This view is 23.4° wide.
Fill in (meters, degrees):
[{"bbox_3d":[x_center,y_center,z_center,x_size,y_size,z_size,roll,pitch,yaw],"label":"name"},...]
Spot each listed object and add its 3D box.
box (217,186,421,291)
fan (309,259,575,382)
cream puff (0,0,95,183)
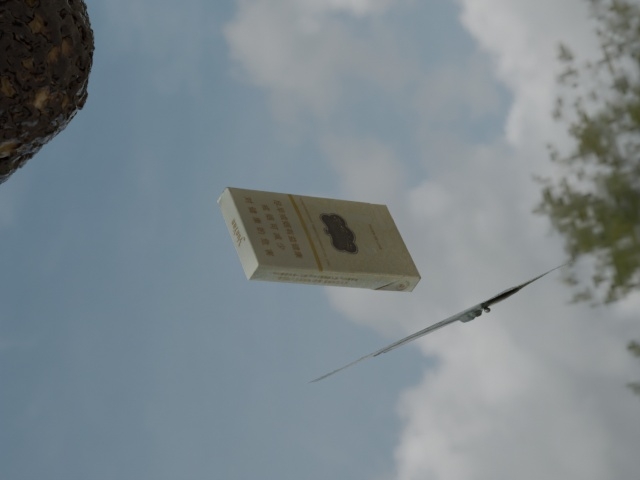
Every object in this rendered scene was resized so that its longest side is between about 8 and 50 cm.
[{"bbox_3d":[0.000,0.000,1.315,0.167,0.024,0.090,6,-135,-34],"label":"box"},{"bbox_3d":[0.096,0.045,0.969,0.191,0.329,0.009,-23,-95,-19],"label":"fan"},{"bbox_3d":[-0.279,-0.129,1.215,0.165,0.239,0.239,47,-144,-7],"label":"cream puff"}]
